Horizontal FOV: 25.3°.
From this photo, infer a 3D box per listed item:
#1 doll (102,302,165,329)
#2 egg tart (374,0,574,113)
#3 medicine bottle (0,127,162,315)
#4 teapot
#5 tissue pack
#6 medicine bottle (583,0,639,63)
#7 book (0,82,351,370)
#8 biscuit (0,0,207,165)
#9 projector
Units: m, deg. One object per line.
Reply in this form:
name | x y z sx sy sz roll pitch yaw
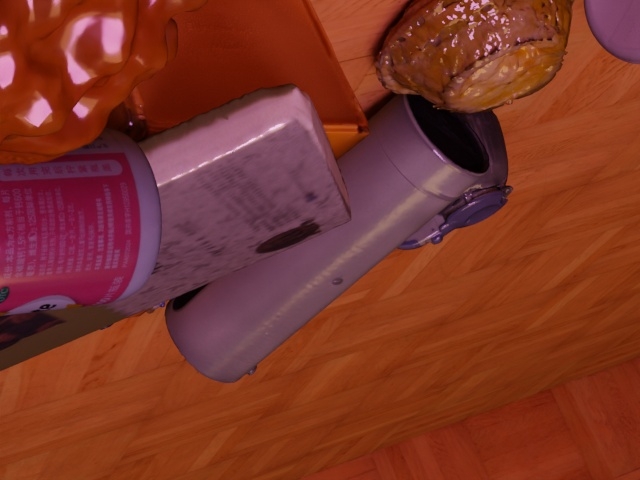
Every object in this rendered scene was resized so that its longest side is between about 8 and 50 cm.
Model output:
doll | -0.232 0.064 1.359 0.227 0.057 0.114 -22 160 1
egg tart | 0.134 -0.158 1.137 0.191 0.074 0.191 -20 161 -7
medicine bottle | -0.186 -0.006 0.661 0.216 0.090 0.090 -5 156 -36
teapot | 0.113 -0.060 1.341 0.149 0.108 0.111 -19 161 -17
tissue pack | -0.142 -0.060 0.942 0.194 0.145 0.274 -7 156 -48
medicine bottle | 0.314 -0.200 1.179 0.191 0.107 0.107 -8 158 -43
book | -0.149 0.020 0.876 0.352 0.035 0.239 -24 165 3
biscuit | -0.156 -0.153 0.519 0.312 0.110 0.318 -8 125 -42
projector | 0.000 0.000 1.308 0.337 0.108 0.108 -41 157 27
